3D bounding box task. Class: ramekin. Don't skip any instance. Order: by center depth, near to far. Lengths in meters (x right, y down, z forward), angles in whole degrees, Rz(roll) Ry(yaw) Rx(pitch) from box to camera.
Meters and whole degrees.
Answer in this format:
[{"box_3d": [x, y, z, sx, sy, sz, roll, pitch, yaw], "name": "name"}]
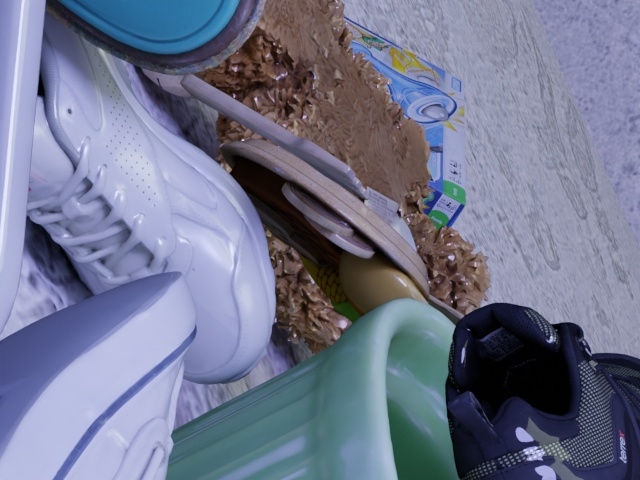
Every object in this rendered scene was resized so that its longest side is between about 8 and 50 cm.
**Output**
[{"box_3d": [0.030, 0.191, 0.817, 0.303, 0.148, 0.303, 56, 18, -30], "name": "ramekin"}]

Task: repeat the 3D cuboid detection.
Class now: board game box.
[{"box_3d": [0.036, -0.089, 1.323, 0.136, 0.035, 0.201, 27, 27, -11], "name": "board game box"}]

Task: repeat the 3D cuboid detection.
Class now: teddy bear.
[{"box_3d": [-0.010, -0.034, 1.094, 0.338, 0.113, 0.245, 52, 40, -32], "name": "teddy bear"}]

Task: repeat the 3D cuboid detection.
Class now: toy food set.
[{"box_3d": [0.000, 0.000, 0.899, 0.132, 0.038, 0.192, 31, -10, 35], "name": "toy food set"}]

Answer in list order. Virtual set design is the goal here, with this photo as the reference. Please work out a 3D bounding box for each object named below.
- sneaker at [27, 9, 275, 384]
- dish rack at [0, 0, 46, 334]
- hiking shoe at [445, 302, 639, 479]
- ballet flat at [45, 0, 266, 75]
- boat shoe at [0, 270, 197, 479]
[{"box_3d": [-0.108, -0.026, 0.829, 0.232, 0.090, 0.115, 56, 23, -4], "name": "sneaker"}, {"box_3d": [-0.183, -0.136, 0.595, 0.285, 0.072, 0.333, 32, 58, -64], "name": "dish rack"}, {"box_3d": [0.106, 0.070, 0.804, 0.114, 0.086, 0.227, 67, 17, -7], "name": "hiking shoe"}, {"box_3d": [-0.140, -0.215, 0.811, 0.348, 0.123, 0.123, 47, 16, 1], "name": "ballet flat"}, {"box_3d": [-0.101, 0.091, 0.675, 0.084, 0.095, 0.258, 66, 26, -14], "name": "boat shoe"}]
